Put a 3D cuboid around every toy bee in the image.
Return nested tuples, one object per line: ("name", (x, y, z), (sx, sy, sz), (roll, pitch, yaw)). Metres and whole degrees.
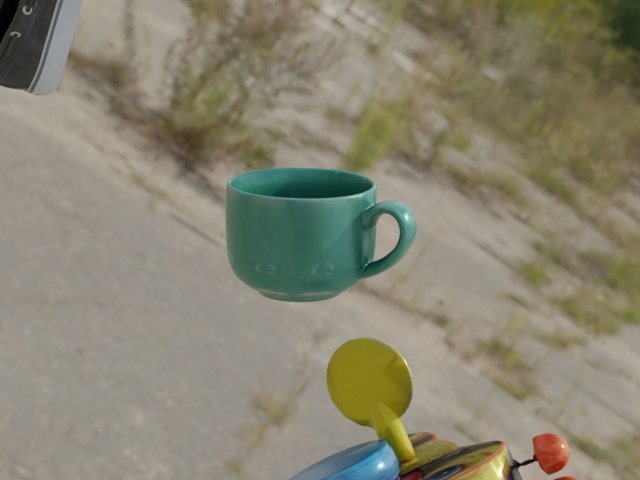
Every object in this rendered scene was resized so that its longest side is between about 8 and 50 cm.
("toy bee", (0.069, 0.163, 0.900), (0.298, 0.162, 0.195), (-109, 176, -67))

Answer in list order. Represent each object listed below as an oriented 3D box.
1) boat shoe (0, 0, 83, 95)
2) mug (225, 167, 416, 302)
("boat shoe", (-0.226, -0.215, 1.248), (0.076, 0.228, 0.080), (2, 42, -25))
("mug", (-0.010, 0.000, 1.367), (0.129, 0.097, 0.158), (-8, 17, -30))
